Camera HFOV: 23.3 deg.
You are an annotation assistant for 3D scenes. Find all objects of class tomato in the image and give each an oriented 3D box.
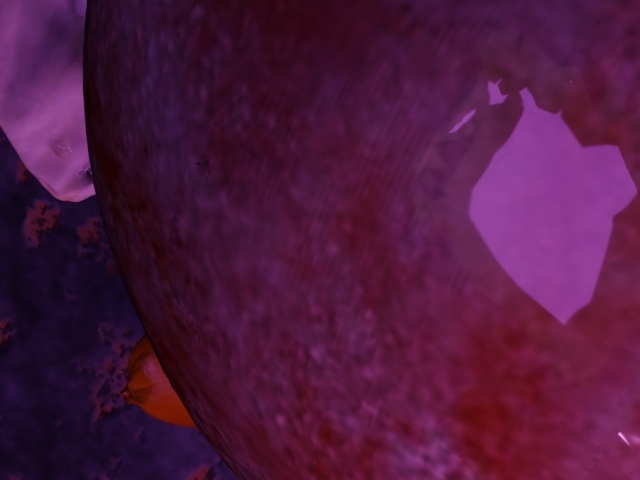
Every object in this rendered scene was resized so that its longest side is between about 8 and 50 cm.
[{"bbox_3d":[0.088,-0.039,0.460,0.316,0.317,0.282,27,127,6],"label":"tomato"}]

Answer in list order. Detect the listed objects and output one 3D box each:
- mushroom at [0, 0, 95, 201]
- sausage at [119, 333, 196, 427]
[{"bbox_3d":[-0.035,-0.165,0.575,0.109,0.097,0.351,31,113,-4],"label":"mushroom"},{"bbox_3d":[-0.009,0.034,0.662,0.183,0.054,0.062,-31,87,30],"label":"sausage"}]
